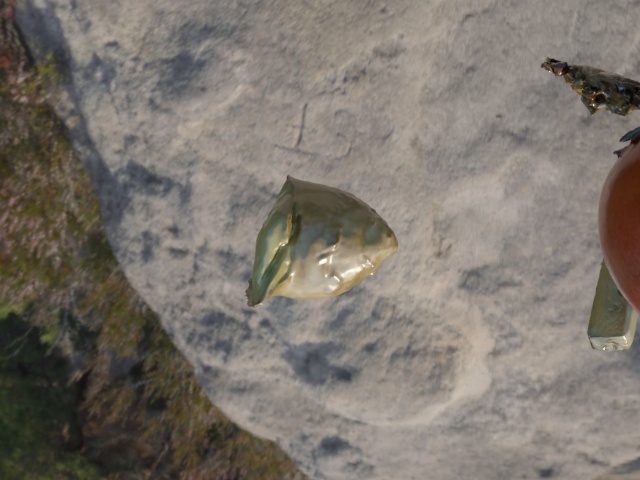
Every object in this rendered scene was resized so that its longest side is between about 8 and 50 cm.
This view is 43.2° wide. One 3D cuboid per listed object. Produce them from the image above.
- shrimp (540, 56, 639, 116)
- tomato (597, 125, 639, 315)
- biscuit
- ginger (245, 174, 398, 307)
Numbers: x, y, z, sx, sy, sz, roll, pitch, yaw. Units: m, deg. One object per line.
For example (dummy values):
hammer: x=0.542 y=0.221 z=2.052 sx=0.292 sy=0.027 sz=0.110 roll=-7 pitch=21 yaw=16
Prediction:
shrimp: x=0.389 y=-0.210 z=1.143 sx=0.117 sy=0.262 sz=0.066 roll=11 pitch=106 yaw=-5
tomato: x=0.350 y=-0.016 z=0.626 sx=0.256 sy=0.256 sz=0.224 roll=-27 pitch=69 yaw=26
biscuit: x=0.416 y=0.068 z=1.120 sx=0.056 sy=0.188 sz=0.052 roll=3 pitch=142 yaw=32
ginger: x=-0.003 y=-0.001 z=0.745 sx=0.123 sy=0.193 sz=0.115 roll=6 pitch=100 yaw=-7
